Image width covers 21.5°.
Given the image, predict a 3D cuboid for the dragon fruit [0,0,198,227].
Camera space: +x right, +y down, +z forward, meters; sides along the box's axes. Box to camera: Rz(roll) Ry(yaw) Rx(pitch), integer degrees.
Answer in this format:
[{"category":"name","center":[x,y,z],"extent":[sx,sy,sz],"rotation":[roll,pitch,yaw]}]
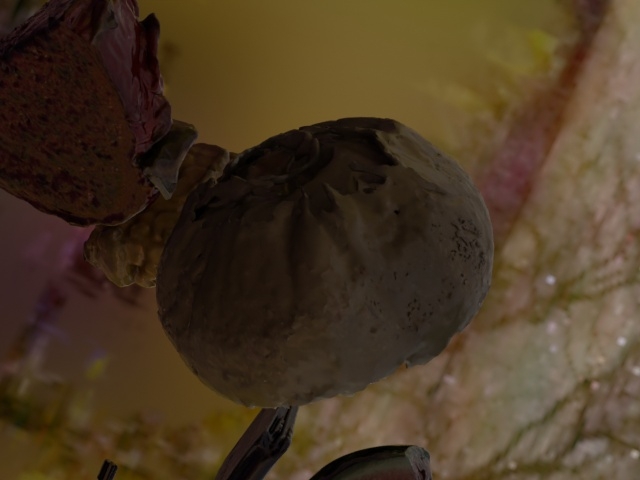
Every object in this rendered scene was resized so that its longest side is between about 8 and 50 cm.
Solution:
[{"category":"dragon fruit","center":[-0.211,-0.133,1.607],"extent":[0.317,0.205,0.152],"rotation":[-20,-154,50]}]

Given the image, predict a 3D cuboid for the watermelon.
[{"category":"watermelon","center":[0.024,0.155,0.963],"extent":[0.092,0.084,0.072],"rotation":[88,-2,-77]}]

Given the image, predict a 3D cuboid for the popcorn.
[{"category":"popcorn","center":[-0.144,-0.019,1.751],"extent":[0.194,0.163,0.140],"rotation":[-28,138,-33]}]

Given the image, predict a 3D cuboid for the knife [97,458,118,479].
[{"category":"knife","center":[-0.250,0.282,1.915],"extent":[0.245,0.019,0.072],"rotation":[139,-24,-82]}]

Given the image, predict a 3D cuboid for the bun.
[{"category":"bun","center":[0.000,0.000,1.237],"extent":[0.259,0.259,0.152],"rotation":[-73,148,-63]}]

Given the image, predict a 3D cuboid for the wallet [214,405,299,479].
[{"category":"wallet","center":[-0.078,0.236,1.830],"extent":[0.167,0.036,0.222],"rotation":[-54,-177,18]}]
